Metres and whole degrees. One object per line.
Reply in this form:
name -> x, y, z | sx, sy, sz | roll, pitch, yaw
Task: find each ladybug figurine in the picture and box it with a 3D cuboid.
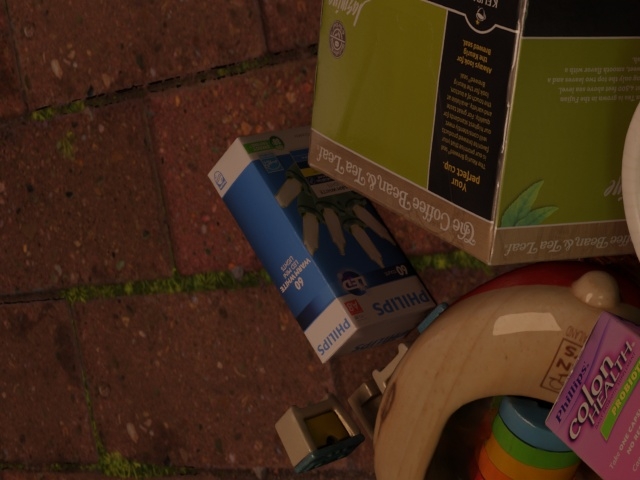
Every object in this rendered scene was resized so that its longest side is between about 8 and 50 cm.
ladybug figurine -> 0.215, 0.170, 1.748 | 0.305, 0.162, 0.449 | 21, 137, 1

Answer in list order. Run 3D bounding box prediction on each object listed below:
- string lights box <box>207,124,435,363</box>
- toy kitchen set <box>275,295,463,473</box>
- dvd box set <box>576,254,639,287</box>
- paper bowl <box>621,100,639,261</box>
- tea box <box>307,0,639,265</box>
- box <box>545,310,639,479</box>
string lights box -> 0.000, 0.000, 2.000 | 0.259, 0.133, 0.077 | 57, 133, 18
toy kitchen set -> 0.080, 0.180, 1.940 | 0.122, 0.166, 0.207 | 57, 134, 19
dvd box set -> 0.443, 0.001, 1.598 | 0.420, 0.062, 0.307 | 39, 126, 32
paper bowl -> 0.396, -0.038, 1.464 | 0.284, 0.148, 0.284 | 31, 132, 42
tea box -> 0.168, -0.180, 1.664 | 0.329, 0.220, 0.323 | 33, 121, 54
box -> 0.342, 0.180, 1.475 | 0.117, 0.213, 0.243 | -65, 23, 8
